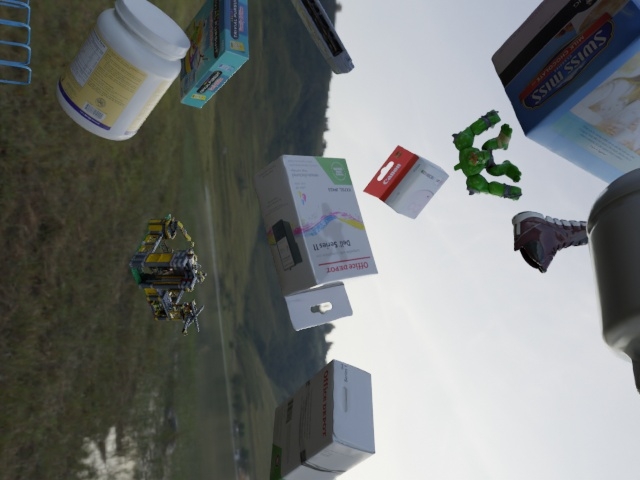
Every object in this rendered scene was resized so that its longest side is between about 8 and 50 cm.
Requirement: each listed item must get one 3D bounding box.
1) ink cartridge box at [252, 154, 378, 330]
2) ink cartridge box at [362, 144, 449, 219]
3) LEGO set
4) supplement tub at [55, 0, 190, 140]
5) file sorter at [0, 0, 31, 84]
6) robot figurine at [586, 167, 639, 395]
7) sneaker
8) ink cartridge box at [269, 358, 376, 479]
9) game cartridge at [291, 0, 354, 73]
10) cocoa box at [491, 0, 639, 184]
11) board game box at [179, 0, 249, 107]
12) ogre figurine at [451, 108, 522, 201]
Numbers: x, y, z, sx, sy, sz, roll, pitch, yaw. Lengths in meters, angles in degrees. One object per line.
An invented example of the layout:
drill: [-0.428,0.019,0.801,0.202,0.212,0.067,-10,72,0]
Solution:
ink cartridge box: [0.000,0.000,1.166,0.119,0.207,0.354,-24,-102,43]
ink cartridge box: [0.274,-0.177,1.675,0.189,0.232,0.066,-53,-131,21]
LEGO set: [-0.410,0.095,1.590,0.255,0.191,0.332,-75,162,-59]
supplement tub: [-0.533,-0.466,1.443,0.331,0.241,0.241,-44,-142,22]
file sorter: [-0.608,-0.395,1.003,0.118,0.104,0.171,-5,-93,59]
robot figurine: [0.481,0.039,0.724,0.300,0.199,0.354,88,10,-58]
sneaker: [0.675,0.024,1.502,0.106,0.281,0.163,85,17,-71]
ink cartridge box: [0.001,0.343,0.966,0.219,0.092,0.160,-48,-153,36]
game cartridge: [-0.003,-0.610,1.518,0.297,0.062,0.198,57,2,-15]
cocoa box: [0.511,-0.254,0.890,0.231,0.346,0.228,-46,-145,41]
board game box: [-0.339,-0.606,1.652,0.336,0.079,0.254,-22,-114,51]
ogre figurine: [0.355,-0.173,1.139,0.097,0.118,0.197,-128,-156,-74]
